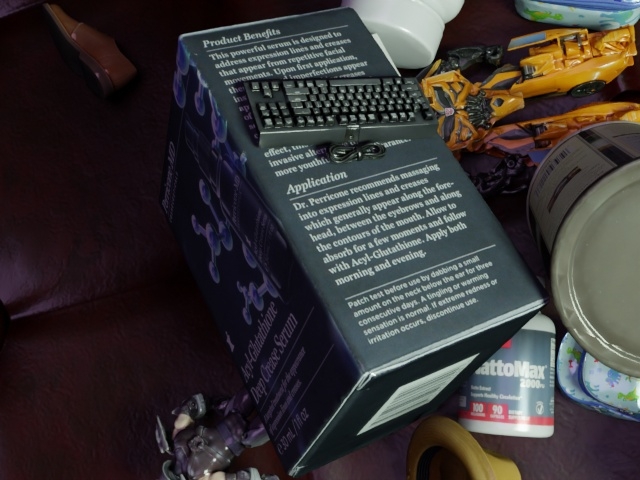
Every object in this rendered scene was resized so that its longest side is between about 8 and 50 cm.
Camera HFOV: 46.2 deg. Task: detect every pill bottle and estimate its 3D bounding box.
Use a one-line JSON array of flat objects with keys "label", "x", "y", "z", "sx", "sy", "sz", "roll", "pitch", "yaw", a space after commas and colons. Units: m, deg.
[{"label": "pill bottle", "x": 0.128, "y": -0.382, "z": 0.973, "sx": 0.161, "sy": 0.161, "sz": 0.283, "roll": 18, "pitch": 84, "yaw": 18}, {"label": "pill bottle", "x": 0.218, "y": 0.132, "z": 0.874, "sx": 0.107, "sy": 0.108, "sz": 0.180, "roll": 1, "pitch": 79, "yaw": 16}]

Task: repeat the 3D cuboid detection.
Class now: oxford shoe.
[{"label": "oxford shoe", "x": -0.357, "y": -0.299, "z": 1.155, "sx": 0.076, "sy": 0.076, "sz": 0.212, "roll": -34, "pitch": 67, "yaw": -24}]

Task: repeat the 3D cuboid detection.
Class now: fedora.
[{"label": "fedora", "x": 0.169, "y": 0.285, "z": 0.847, "sx": 0.079, "sy": 0.194, "sz": 0.195, "roll": -6, "pitch": 74, "yaw": -23}]

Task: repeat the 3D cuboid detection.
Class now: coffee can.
[{"label": "coffee can", "x": 0.320, "y": -0.008, "z": 0.753, "sx": 0.201, "sy": 0.275, "sz": 0.202, "roll": 3, "pitch": 105, "yaw": 10}]

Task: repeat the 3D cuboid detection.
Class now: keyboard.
[{"label": "keyboard", "x": 0.024, "y": -0.117, "z": 0.705, "sx": 0.180, "sy": 0.023, "sz": 0.108, "roll": -6, "pitch": 60, "yaw": -19}]

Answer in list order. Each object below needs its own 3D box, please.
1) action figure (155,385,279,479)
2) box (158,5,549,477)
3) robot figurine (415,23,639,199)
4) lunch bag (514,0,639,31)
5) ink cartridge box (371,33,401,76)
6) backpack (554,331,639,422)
[{"label": "action figure", "x": -0.094, "y": 0.232, "z": 0.936, "sx": 0.285, "sy": 0.099, "sz": 0.185, "roll": -41, "pitch": 57, "yaw": -4}, {"label": "box", "x": 0.000, "y": 0.000, "z": 0.816, "sx": 0.211, "sy": 0.294, "sz": 0.396, "roll": -17, "pitch": 64, "yaw": -26}, {"label": "robot figurine", "x": 0.248, "y": -0.167, "z": 0.936, "sx": 0.290, "sy": 0.085, "sz": 0.211, "roll": -11, "pitch": 76, "yaw": 14}, {"label": "lunch bag", "x": 0.349, "y": -0.384, "z": 0.951, "sx": 0.176, "sy": 0.090, "sz": 0.219, "roll": 15, "pitch": 84, "yaw": 15}, {"label": "ink cartridge box", "x": 0.077, "y": -0.121, "z": 0.943, "sx": 0.077, "sy": 0.134, "sz": 0.231, "roll": -22, "pitch": 73, "yaw": -14}, {"label": "backpack", "x": 0.328, "y": 0.145, "z": 0.853, "sx": 0.114, "sy": 0.084, "sz": 0.105, "roll": 12, "pitch": 80, "yaw": 20}]
